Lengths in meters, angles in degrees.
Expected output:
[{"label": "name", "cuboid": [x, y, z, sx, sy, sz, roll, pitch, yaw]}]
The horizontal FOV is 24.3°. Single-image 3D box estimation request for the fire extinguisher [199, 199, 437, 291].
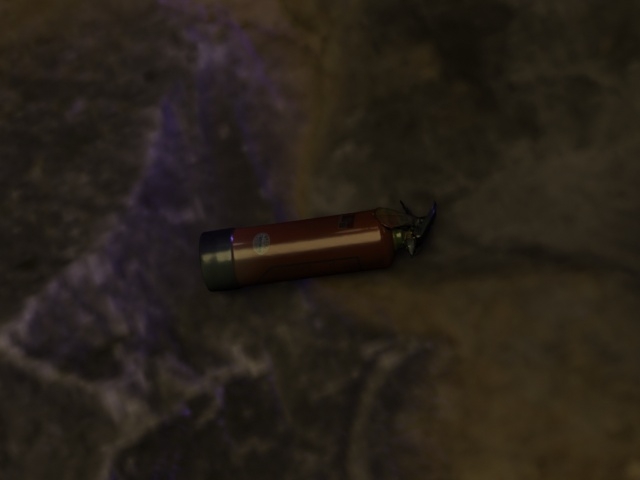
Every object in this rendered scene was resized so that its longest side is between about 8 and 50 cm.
[{"label": "fire extinguisher", "cuboid": [0.000, 0.000, 0.522, 0.083, 0.022, 0.028, -9, 45, 9]}]
